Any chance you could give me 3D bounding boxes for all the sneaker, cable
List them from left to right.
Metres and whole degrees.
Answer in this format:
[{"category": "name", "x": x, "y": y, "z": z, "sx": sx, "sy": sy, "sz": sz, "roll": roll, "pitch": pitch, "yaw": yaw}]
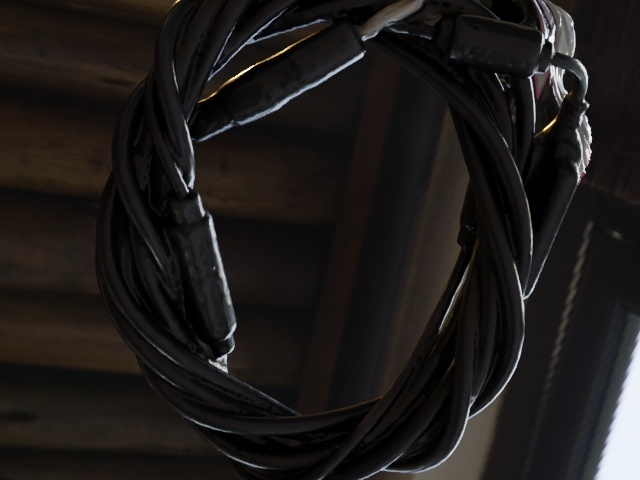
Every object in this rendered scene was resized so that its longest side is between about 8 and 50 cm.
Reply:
[{"category": "cable", "x": 0.000, "y": 0.000, "z": 0.390, "sx": 0.150, "sy": 0.047, "sz": 0.184, "roll": 20, "pitch": -78, "yaw": -13}, {"category": "sneaker", "x": 0.133, "y": -0.106, "z": 0.820, "sx": 0.072, "sy": 0.178, "sz": 0.077, "roll": -28, "pitch": -42, "yaw": 34}]
